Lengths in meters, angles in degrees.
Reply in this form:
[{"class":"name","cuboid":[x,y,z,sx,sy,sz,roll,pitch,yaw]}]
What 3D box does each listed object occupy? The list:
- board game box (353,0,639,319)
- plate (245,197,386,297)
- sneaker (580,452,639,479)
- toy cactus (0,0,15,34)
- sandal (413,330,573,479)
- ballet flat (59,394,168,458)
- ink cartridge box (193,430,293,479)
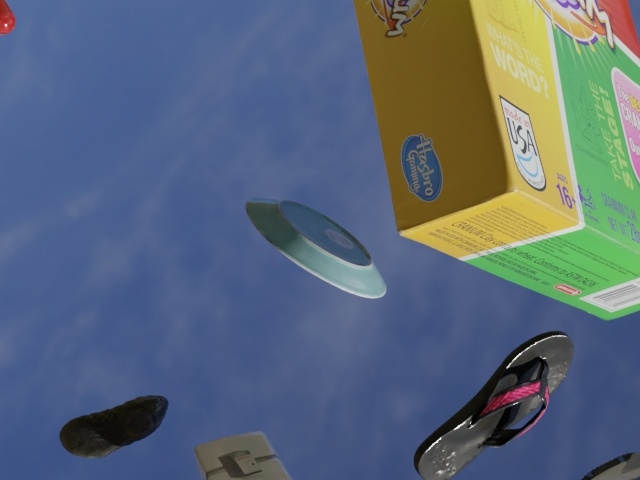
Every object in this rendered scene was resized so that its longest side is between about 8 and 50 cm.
[{"class":"board game box","cuboid":[0.097,-0.132,0.937,0.064,0.242,0.316,-21,-112,27]},{"class":"plate","cuboid":[0.000,0.000,1.965,0.024,0.188,0.188,-57,-151,16]},{"class":"sneaker","cuboid":[0.341,0.227,1.633,0.211,0.080,0.081,-26,-126,-12]},{"class":"toy cactus","cuboid":[-0.334,-0.219,1.260,0.219,0.180,0.112,-1,-169,6]},{"class":"sandal","cuboid":[0.160,0.152,1.517,0.179,0.067,0.040,-42,-143,-7]},{"class":"ballet flat","cuboid":[-0.256,0.232,2.153,0.173,0.057,0.049,-18,-170,35]},{"class":"ink cartridge box","cuboid":[-0.071,0.324,1.937,0.092,0.158,0.218,-12,-165,-9]}]
